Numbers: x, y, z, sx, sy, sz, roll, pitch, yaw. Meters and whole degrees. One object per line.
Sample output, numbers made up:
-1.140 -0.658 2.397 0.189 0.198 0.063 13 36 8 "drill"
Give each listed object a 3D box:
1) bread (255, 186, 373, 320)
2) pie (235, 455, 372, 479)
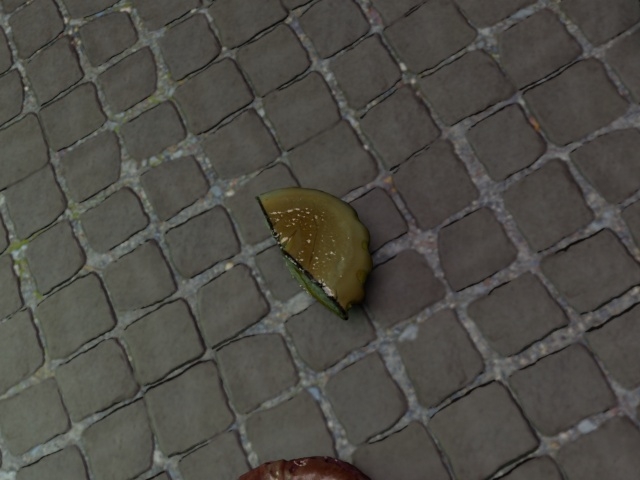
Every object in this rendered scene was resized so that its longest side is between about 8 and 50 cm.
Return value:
0.000 0.000 0.976 0.157 0.083 0.094 38 81 26 "bread"
-0.016 0.300 0.869 0.204 0.054 0.218 -32 62 4 "pie"
